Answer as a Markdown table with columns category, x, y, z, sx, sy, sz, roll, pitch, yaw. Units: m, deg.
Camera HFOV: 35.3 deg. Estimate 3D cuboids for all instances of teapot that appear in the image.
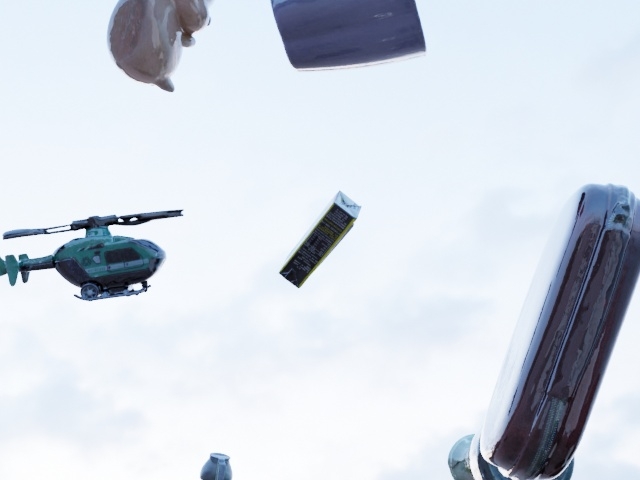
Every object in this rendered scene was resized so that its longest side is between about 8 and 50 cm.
| category | x | y | z | sx | sy | sz | roll | pitch | yaw |
| --- | --- | --- | --- | --- | --- | --- | --- | --- | --- |
| teapot | -0.201 | 0.451 | 1.980 | 0.066 | 0.057 | 0.088 | 9 | 4 | -13 |

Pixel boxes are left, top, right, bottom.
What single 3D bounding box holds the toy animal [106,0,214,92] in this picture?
| category | x | y | z | sx | sy | sz | roll | pitch | yaw |
| --- | --- | --- | --- | --- | --- | --- | --- | --- | --- |
| toy animal | -0.279 | -0.395 | 1.770 | 0.166 | 0.250 | 0.154 | 24 | -6 | 42 |

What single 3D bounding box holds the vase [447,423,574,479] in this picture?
| category | x | y | z | sx | sy | sz | roll | pitch | yaw |
| --- | --- | --- | --- | --- | --- | --- | --- | --- | --- |
| vase | 0.336 | 0.407 | 1.863 | 0.173 | 0.173 | 0.321 | -2 | -15 | -7 |

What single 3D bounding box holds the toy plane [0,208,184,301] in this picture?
| category | x | y | z | sx | sy | sz | roll | pitch | yaw |
| --- | --- | --- | --- | --- | --- | --- | --- | --- | --- |
| toy plane | -0.425 | 0.032 | 1.775 | 0.382 | 0.155 | 0.106 | -7 | -1 | -2 |

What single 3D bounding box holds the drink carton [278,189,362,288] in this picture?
| category | x | y | z | sx | sy | sz | roll | pitch | yaw |
| --- | --- | --- | --- | --- | --- | --- | --- | --- | --- |
| drink carton | 0.000 | 0.000 | 1.706 | 0.056 | 0.071 | 0.165 | 37 | -67 | -2 |

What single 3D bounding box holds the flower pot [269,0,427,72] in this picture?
| category | x | y | z | sx | sy | sz | roll | pitch | yaw |
| --- | --- | --- | --- | --- | --- | --- | --- | --- | --- |
| flower pot | 0.039 | -0.419 | 1.767 | 0.243 | 0.265 | 0.265 | -14 | -32 | 5 |

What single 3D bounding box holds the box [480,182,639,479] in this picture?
| category | x | y | z | sx | sy | sz | roll | pitch | yaw |
| --- | --- | --- | --- | --- | --- | --- | --- | --- | --- |
| box | 0.319 | 0.121 | 1.318 | 0.108 | 0.403 | 0.263 | 21 | -6 | 5 |
